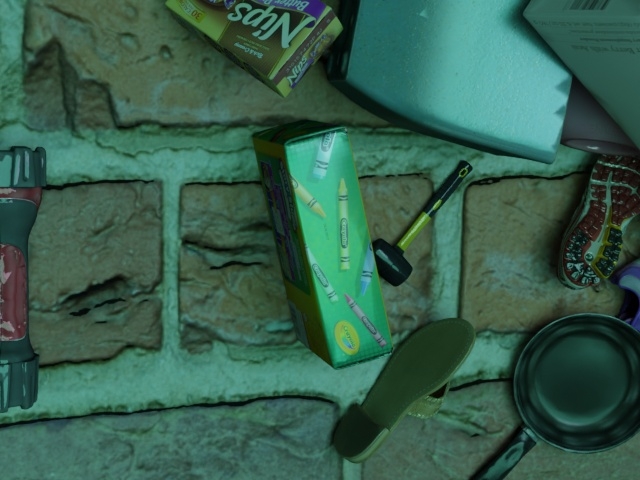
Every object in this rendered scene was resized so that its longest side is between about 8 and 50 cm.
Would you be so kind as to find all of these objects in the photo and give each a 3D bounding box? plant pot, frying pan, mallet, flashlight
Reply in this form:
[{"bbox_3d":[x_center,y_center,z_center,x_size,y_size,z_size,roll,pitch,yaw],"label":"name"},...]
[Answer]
[{"bbox_3d":[0.147,-0.240,1.452,0.252,0.247,0.248,10,95,-9],"label":"plant pot"},{"bbox_3d":[0.334,0.250,1.659,0.197,0.053,0.326,22,101,-3],"label":"frying pan"},{"bbox_3d":[0.126,-0.033,1.578,0.062,0.039,0.190,35,83,-16],"label":"mallet"},{"bbox_3d":[-0.366,0.043,1.401,0.103,0.103,0.304,-3,95,-50],"label":"flashlight"}]

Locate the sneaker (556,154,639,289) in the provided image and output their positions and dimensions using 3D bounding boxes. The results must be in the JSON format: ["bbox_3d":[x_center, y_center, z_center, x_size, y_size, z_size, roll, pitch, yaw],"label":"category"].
[{"bbox_3d":[0.373,-0.034,1.628,0.088,0.093,0.225,32,73,1],"label":"sneaker"}]

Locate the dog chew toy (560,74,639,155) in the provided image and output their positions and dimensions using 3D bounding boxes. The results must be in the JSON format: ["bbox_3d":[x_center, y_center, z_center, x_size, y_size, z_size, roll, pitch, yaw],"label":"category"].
[{"bbox_3d":[0.381,-0.279,1.535,0.206,0.206,0.332,11,86,-18],"label":"dog chew toy"}]

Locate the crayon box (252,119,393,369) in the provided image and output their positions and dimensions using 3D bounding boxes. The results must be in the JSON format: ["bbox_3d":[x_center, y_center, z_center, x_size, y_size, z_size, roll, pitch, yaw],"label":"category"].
[{"bbox_3d":[0.000,0.000,1.473,0.081,0.165,0.278,-15,102,-14],"label":"crayon box"}]

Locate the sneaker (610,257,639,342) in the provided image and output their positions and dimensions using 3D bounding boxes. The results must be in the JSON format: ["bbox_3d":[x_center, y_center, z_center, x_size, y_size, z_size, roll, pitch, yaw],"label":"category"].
[{"bbox_3d":[0.465,0.123,1.673,0.104,0.095,0.236,-20,98,-6],"label":"sneaker"}]

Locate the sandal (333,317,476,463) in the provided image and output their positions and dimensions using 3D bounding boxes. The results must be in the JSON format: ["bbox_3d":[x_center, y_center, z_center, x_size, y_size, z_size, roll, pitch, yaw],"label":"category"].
[{"bbox_3d":[0.122,0.203,1.601,0.240,0.088,0.079,-46,139,2],"label":"sandal"}]

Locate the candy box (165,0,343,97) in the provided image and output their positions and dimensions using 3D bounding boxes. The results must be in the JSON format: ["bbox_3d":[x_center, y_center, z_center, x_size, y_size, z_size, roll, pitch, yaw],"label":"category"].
[{"bbox_3d":[-0.078,-0.260,1.414,0.109,0.186,0.053,-49,152,-4],"label":"candy box"}]

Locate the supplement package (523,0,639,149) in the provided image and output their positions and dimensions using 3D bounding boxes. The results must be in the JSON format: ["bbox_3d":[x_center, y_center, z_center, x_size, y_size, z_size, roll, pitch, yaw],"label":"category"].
[{"bbox_3d":[0.397,-0.216,1.313,0.293,0.177,0.175,40,76,-32],"label":"supplement package"}]
